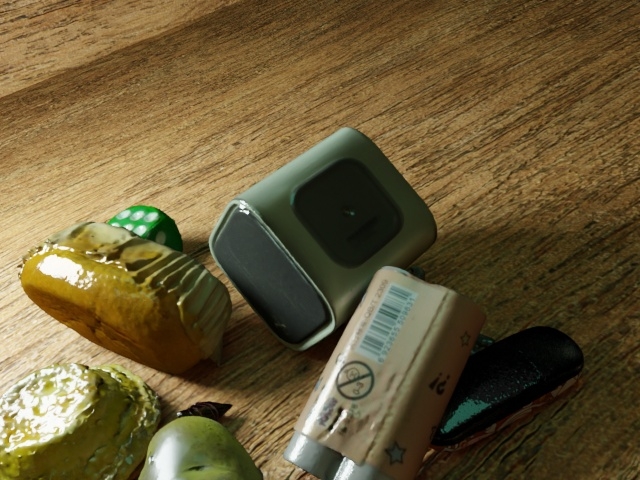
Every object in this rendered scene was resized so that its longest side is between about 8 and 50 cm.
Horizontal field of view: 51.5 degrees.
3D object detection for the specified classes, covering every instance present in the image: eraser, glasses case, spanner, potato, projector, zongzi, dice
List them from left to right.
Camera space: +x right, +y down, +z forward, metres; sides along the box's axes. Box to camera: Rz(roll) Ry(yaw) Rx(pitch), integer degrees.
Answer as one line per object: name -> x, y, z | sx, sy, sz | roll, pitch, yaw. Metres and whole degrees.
dice -> -0.370, 0.009, 1.359 | 0.128, 0.120, 0.131 | 9, 42, 27
potato -> -0.151, 0.327, 0.815 | 0.169, 0.143, 0.248 | -29, 40, -3
zongzi -> -0.170, 0.262, 1.001 | 0.073, 0.067, 0.083 | -14, 17, 12
projector -> 0.000, 0.000, 1.087 | 0.249, 0.248, 0.248 | -37, 86, -30
eraser -> 0.082, 0.188, 0.877 | 0.171, 0.087, 0.290 | 21, 71, 25
spanner -> 0.204, 0.115, 1.107 | 0.054, 0.015, 0.254 | -21, 36, -14
glasses case -> 0.244, 0.202, 0.925 | 0.266, 0.067, 0.103 | -23, 39, -14

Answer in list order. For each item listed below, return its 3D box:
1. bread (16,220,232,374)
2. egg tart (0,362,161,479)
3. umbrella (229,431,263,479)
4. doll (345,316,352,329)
bread -> -0.343, 0.096, 1.130 | 0.388, 0.236, 0.183 | 9, 40, 28
egg tart -> -0.392, 0.279, 0.991 | 0.294, 0.123, 0.294 | -11, 36, 8
umbrella -> -0.067, 0.352, 0.864 | 0.044, 0.044, 0.269 | -5, 36, -35
doll -> 0.075, 0.162, 1.041 | 0.094, 0.079, 0.180 | 19, 58, 18
